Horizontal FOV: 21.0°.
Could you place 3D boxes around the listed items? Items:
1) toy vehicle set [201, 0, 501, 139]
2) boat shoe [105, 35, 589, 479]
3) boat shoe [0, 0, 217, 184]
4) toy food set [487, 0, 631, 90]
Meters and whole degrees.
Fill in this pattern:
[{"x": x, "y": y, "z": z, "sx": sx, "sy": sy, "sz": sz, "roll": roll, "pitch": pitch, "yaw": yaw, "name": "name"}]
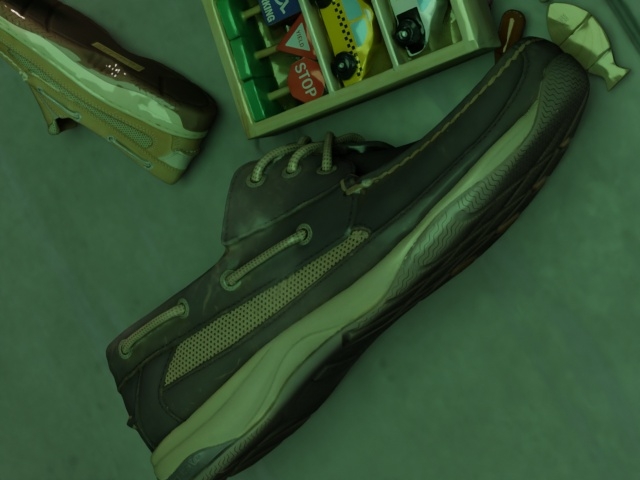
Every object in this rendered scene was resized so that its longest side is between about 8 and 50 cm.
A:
[{"x": -0.011, "y": -0.211, "z": 1.030, "sx": 0.166, "sy": 0.035, "sz": 0.267, "roll": -20, "pitch": 86, "yaw": 31, "name": "toy vehicle set"}, {"x": 0.000, "y": 0.000, "z": 1.005, "sx": 0.355, "sy": 0.132, "sz": 0.130, "roll": -44, "pitch": 79, "yaw": 15, "name": "boat shoe"}, {"x": -0.160, "y": -0.099, "z": 1.092, "sx": 0.190, "sy": 0.068, "sz": 0.072, "roll": 33, "pitch": 115, "yaw": 14, "name": "boat shoe"}, {"x": 0.119, "y": -0.126, "z": 1.016, "sx": 0.078, "sy": 0.019, "sz": 0.122, "roll": -35, "pitch": 88, "yaw": 18, "name": "toy food set"}]
